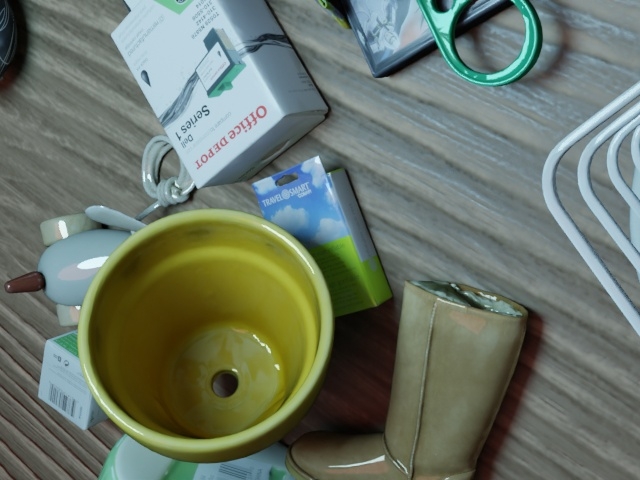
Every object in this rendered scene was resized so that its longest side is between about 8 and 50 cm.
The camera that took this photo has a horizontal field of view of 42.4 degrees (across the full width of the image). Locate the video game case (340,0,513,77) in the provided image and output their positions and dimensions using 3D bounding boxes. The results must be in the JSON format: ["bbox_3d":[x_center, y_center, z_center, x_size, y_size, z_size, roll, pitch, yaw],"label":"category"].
[{"bbox_3d":[0.114,-0.331,0.795,0.275,0.035,0.248,-25,87,35],"label":"video game case"}]

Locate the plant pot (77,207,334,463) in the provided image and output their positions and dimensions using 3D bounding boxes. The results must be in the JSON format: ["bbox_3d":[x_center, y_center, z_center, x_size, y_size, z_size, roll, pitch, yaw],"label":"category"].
[{"bbox_3d":[-0.113,0.128,0.910,0.254,0.254,0.239,43,161,18],"label":"plant pot"}]

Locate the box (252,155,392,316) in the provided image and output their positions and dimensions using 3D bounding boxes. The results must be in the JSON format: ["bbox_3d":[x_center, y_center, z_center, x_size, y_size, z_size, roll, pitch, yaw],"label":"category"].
[{"bbox_3d":[0.000,0.000,0.944,0.109,0.042,0.178,-20,91,35],"label":"box"}]

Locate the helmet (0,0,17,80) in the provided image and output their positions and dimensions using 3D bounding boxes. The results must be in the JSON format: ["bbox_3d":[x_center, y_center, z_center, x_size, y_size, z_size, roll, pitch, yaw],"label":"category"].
[{"bbox_3d":[-0.498,-0.288,1.130,0.162,0.170,0.169,33,119,42],"label":"helmet"}]

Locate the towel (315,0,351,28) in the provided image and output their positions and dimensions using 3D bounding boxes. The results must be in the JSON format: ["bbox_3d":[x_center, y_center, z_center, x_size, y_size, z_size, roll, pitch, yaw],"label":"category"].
[{"bbox_3d":[0.001,-0.250,0.862,0.009,0.083,0.060,-46,76,12],"label":"towel"}]

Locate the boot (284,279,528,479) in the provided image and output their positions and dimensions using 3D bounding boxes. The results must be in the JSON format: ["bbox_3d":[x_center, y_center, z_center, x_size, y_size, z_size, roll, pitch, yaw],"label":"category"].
[{"bbox_3d":[0.087,0.167,0.908,0.236,0.089,0.269,14,109,19],"label":"boot"}]

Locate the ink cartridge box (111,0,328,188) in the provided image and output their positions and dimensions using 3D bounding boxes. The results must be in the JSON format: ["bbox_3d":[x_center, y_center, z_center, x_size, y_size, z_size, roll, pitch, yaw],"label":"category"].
[{"bbox_3d":[-0.117,-0.192,0.945,0.160,0.093,0.219,-36,81,34],"label":"ink cartridge box"}]

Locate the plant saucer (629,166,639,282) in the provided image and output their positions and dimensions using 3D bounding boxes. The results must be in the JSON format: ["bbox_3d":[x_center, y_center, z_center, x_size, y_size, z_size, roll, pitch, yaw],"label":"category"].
[{"bbox_3d":[0.447,-0.019,0.613,0.401,0.101,0.400,8,106,31],"label":"plant saucer"}]

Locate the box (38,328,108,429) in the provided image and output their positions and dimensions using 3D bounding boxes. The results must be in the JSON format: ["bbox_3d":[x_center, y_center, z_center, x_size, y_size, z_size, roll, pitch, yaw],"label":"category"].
[{"bbox_3d":[-0.333,0.194,1.182,0.101,0.087,0.101,26,114,26],"label":"box"}]

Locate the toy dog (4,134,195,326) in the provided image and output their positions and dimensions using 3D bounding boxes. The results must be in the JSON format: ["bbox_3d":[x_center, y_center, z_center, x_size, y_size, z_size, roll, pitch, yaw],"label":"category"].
[{"bbox_3d":[-0.273,0.028,1.058,0.334,0.161,0.220,-34,83,34],"label":"toy dog"}]

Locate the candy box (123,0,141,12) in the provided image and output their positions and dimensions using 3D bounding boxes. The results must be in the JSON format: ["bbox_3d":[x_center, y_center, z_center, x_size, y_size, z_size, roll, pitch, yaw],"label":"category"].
[{"bbox_3d":[-0.196,-0.387,0.962,0.165,0.070,0.196,-35,82,33],"label":"candy box"}]

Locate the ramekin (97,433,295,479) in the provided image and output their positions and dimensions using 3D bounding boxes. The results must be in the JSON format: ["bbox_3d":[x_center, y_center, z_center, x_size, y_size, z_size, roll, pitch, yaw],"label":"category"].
[{"bbox_3d":[-0.131,0.337,0.965,0.304,0.303,0.148,26,107,26],"label":"ramekin"}]

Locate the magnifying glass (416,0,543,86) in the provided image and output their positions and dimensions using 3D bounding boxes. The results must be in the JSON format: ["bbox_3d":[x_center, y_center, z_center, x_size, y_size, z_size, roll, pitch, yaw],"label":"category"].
[{"bbox_3d":[0.112,-0.234,0.787,0.231,0.026,0.092,42,121,16],"label":"magnifying glass"}]

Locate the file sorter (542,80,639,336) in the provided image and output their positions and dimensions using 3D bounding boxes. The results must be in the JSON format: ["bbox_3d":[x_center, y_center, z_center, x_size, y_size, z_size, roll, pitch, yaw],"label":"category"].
[{"bbox_3d":[0.281,-0.035,0.491,0.173,0.278,0.192,-41,78,35],"label":"file sorter"}]
